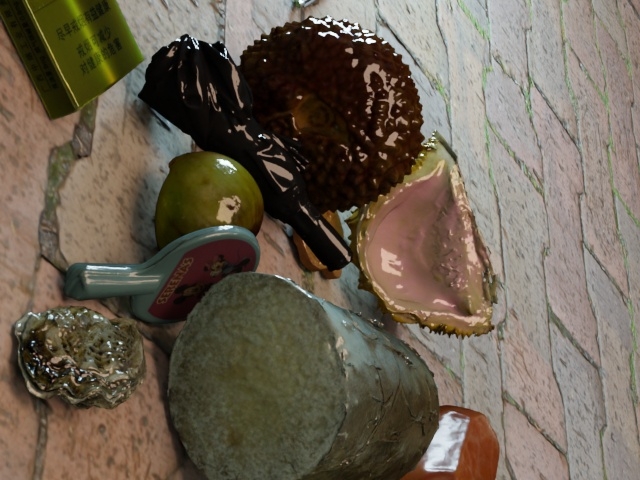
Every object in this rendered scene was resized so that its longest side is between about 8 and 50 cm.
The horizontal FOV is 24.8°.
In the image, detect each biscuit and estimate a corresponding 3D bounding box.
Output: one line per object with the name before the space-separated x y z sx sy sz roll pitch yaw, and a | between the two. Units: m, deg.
biscuit | -0.001 0.000 2.019 0.118 0.023 0.140 70 25 -13

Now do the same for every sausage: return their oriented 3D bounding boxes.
sausage | 0.159 0.334 2.014 0.153 0.141 0.268 62 31 -24

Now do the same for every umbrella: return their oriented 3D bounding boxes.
umbrella | -0.078 -0.098 1.734 0.340 0.118 0.118 51 31 -9

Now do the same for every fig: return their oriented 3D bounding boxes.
fig | -0.128 -0.025 1.661 0.136 0.120 0.153 98 5 -63

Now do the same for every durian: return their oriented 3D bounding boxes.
durian | 0.118 0.011 2.102 0.195 0.185 0.305 -22 108 -43

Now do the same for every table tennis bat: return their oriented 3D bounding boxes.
table tennis bat | -0.168 0.039 1.564 0.244 0.153 0.040 -2 48 -44

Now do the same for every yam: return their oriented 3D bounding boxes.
yam | -0.006 0.183 1.682 0.348 0.241 0.241 26 53 -61

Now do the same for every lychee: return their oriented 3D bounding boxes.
lychee | 0.007 -0.161 1.891 0.267 0.267 0.267 41 41 -49

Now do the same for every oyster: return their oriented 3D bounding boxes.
oyster | -0.235 0.116 1.454 0.177 0.064 0.125 8 53 -51

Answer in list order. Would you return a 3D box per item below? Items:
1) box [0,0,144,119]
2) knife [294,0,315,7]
box | -0.304 -0.302 1.566 0.311 0.043 0.173 66 27 -18
knife | -0.010 -0.378 2.219 0.184 0.026 0.022 -49 159 -62
